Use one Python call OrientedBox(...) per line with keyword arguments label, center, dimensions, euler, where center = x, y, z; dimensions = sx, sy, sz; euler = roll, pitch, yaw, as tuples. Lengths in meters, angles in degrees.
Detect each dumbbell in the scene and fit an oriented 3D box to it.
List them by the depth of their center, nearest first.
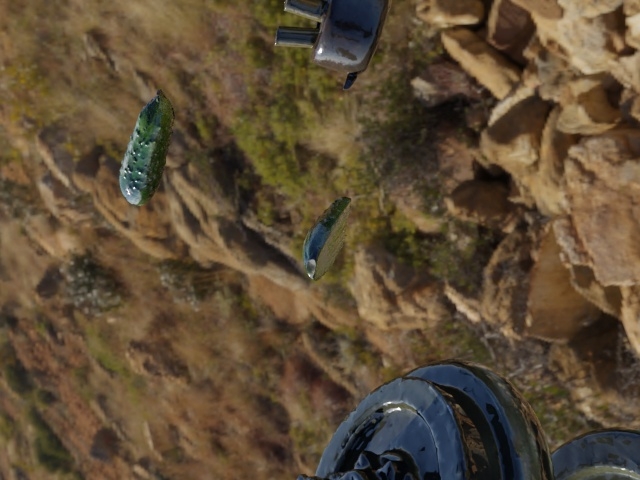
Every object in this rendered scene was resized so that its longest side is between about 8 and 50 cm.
OrientedBox(label="dumbbell", center=(0.110, 0.179, 0.473), dimensions=(0.192, 0.289, 0.192), euler=(-46, 31, 39))

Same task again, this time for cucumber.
OrientedBox(label="cucumber", center=(0.000, 0.000, 0.939), dimensions=(0.035, 0.107, 0.067), euler=(19, 123, 11))
OrientedBox(label="cucumber", center=(-0.256, -0.134, 1.275), dimensions=(0.069, 0.069, 0.227), euler=(61, 144, 29))

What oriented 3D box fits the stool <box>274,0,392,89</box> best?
OrientedBox(label="stool", center=(0.029, -0.279, 0.944), dimensions=(0.125, 0.121, 0.217), euler=(-146, 74, -84))
